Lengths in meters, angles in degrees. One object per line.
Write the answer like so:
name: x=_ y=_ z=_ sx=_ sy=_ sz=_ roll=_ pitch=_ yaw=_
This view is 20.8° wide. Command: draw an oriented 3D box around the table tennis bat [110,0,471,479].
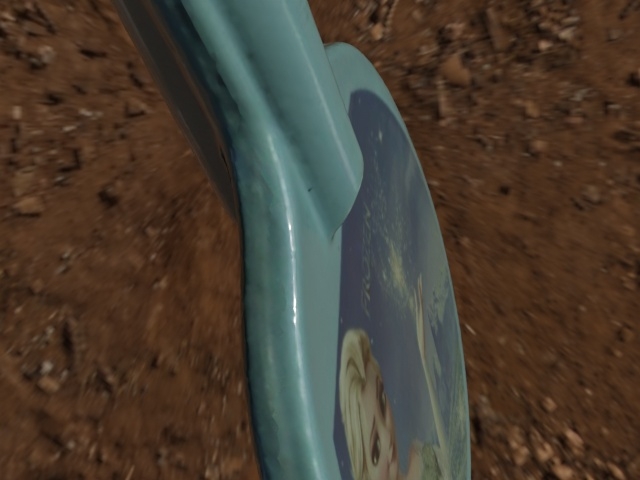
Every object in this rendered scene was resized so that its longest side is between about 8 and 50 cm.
table tennis bat: x=0.000 y=0.000 z=0.398 sx=0.038 sy=0.149 sz=0.237 roll=-7 pitch=134 yaw=18
